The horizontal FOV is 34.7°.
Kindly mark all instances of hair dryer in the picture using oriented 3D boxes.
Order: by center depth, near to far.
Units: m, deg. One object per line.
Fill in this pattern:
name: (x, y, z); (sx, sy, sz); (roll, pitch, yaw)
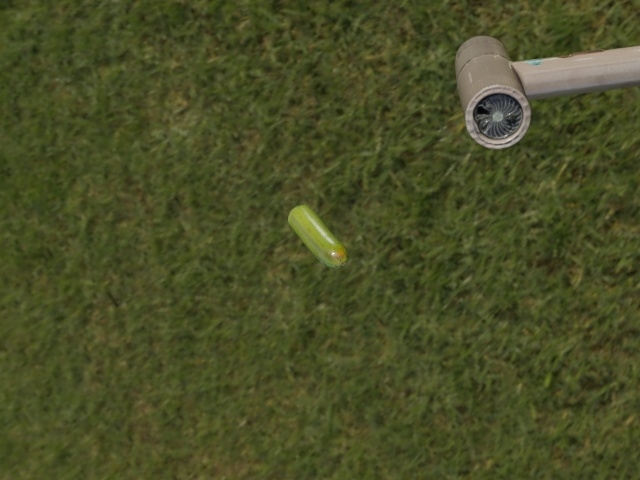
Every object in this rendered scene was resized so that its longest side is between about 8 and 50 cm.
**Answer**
hair dryer: (0.225, -0.130, 0.856); (0.220, 0.195, 0.054); (-1, 113, 6)

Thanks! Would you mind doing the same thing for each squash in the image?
squash: (0.000, 0.000, 0.921); (0.083, 0.027, 0.027); (51, 140, 46)
